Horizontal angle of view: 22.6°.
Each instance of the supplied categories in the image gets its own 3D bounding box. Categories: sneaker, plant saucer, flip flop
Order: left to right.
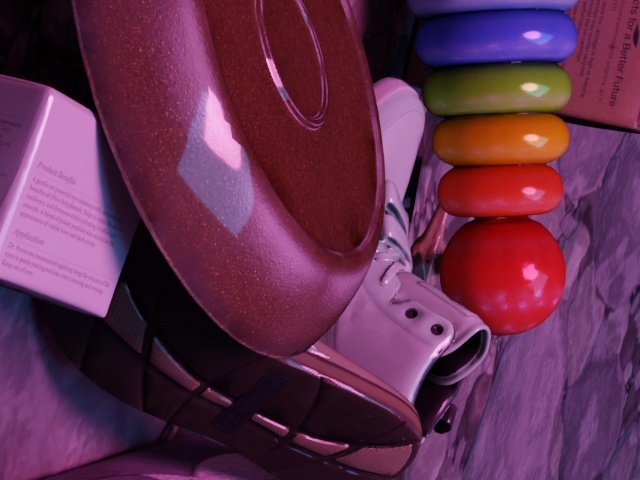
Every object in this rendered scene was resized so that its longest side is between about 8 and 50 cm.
[{"bbox_3d":[-0.049,0.054,0.920,0.277,0.112,0.080,35,31,-31],"label":"flip flop"},{"bbox_3d":[-0.033,-0.095,0.844,0.310,0.050,0.310,-16,90,-71],"label":"plant saucer"},{"bbox_3d":[0.058,0.017,1.056,0.094,0.151,0.256,50,57,-58],"label":"sneaker"}]

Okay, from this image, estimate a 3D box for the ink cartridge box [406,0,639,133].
[{"bbox_3d":[0.188,-0.210,1.219,0.088,0.193,0.235,9,96,-65],"label":"ink cartridge box"}]

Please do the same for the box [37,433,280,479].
[{"bbox_3d":[-0.083,0.214,0.919,0.247,0.163,0.142,-8,112,-63],"label":"box"}]

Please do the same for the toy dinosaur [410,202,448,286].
[{"bbox_3d":[0.084,0.016,1.273,0.092,0.053,0.183,-126,-127,-72],"label":"toy dinosaur"}]

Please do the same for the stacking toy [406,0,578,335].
[{"bbox_3d":[0.128,-0.098,1.130,0.141,0.141,0.330,-6,93,-63],"label":"stacking toy"}]

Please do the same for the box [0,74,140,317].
[{"bbox_3d":[-0.148,-0.026,0.738,0.101,0.102,0.087,30,78,-63],"label":"box"}]

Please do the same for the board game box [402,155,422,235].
[{"bbox_3d":[0.000,0.000,1.137,0.259,0.030,0.136,-1,106,-64],"label":"board game box"}]
